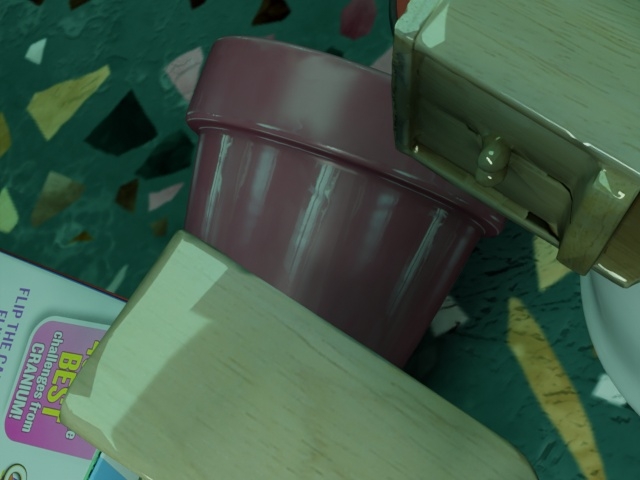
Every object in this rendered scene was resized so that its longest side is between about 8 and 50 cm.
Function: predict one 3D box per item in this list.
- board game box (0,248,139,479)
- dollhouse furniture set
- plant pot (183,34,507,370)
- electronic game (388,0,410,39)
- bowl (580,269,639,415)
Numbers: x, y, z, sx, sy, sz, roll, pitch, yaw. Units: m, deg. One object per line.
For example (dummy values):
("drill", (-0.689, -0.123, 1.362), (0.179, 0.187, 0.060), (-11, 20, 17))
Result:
("board game box", (-0.222, 0.119, 0.863), (0.316, 0.064, 0.242), (19, 80, 40))
("dollhouse furniture set", (0.066, 0.111, 0.593), (0.256, 0.362, 0.394), (32, 80, 10))
("plant pot", (0.000, 0.000, 0.880), (0.201, 0.201, 0.180), (16, 83, 37))
("electronic game", (0.152, -0.183, 1.002), (0.229, 0.048, 0.229), (-15, 53, 20))
("bowl", (0.259, -0.031, 0.779), (0.298, 0.134, 0.298), (-15, 53, 21))
